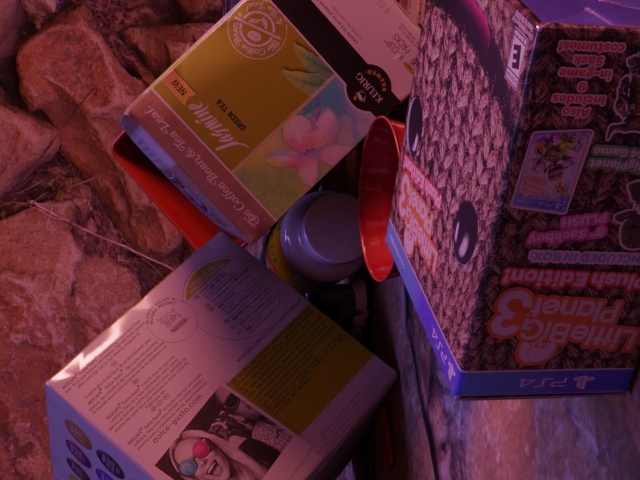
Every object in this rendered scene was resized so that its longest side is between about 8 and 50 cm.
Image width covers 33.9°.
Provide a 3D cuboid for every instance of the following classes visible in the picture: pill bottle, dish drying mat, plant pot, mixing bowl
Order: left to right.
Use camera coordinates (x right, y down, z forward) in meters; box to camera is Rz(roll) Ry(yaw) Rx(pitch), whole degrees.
[{"bbox_3d":[-0.122,-0.161,1.698,0.267,0.267,0.236,-42,-1,34],"label":"plant pot"},{"bbox_3d":[0.000,0.000,1.578,0.245,0.136,0.136,143,126,-75],"label":"pill bottle"},{"bbox_3d":[0.092,0.273,1.453,0.032,0.008,0.083,109,157,-57],"label":"dish drying mat"},{"bbox_3d":[0.109,-0.046,1.155,0.181,0.098,0.181,179,90,-79],"label":"mixing bowl"}]

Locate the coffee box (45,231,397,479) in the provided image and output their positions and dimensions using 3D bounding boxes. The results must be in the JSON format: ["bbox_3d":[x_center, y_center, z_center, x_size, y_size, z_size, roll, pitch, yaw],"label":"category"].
[{"bbox_3d":[-0.149,0.262,1.489,0.334,0.338,0.338,38,147,13],"label":"coffee box"}]

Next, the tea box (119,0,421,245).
[{"bbox_3d":[-0.068,-0.185,1.344,0.323,0.220,0.329,-45,11,-6],"label":"tea box"}]

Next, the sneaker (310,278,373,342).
[{"bbox_3d":[0.012,0.161,1.595,0.078,0.106,0.234,-109,22,-59],"label":"sneaker"}]

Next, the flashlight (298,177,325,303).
[{"bbox_3d":[-0.039,-0.013,1.869,0.103,0.103,0.304,16,-107,-65],"label":"flashlight"}]

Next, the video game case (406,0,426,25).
[{"bbox_3d":[0.134,-0.313,1.240,0.166,0.015,0.119,-131,43,-72],"label":"video game case"}]

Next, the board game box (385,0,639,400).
[{"bbox_3d":[0.162,-0.063,0.806,0.232,0.141,0.291,-109,23,-57],"label":"board game box"}]
